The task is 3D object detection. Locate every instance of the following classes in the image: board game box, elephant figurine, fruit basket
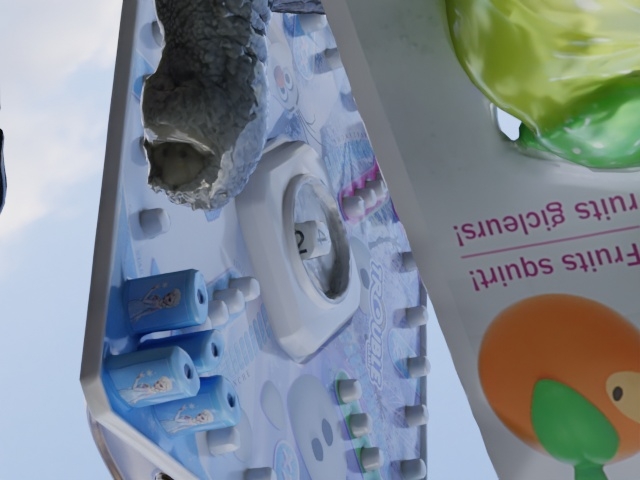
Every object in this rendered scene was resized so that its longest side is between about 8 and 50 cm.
[{"bbox_3d":[0.000,0.000,1.026,0.050,0.390,0.390,-14,-125,23],"label":"board game box"},{"bbox_3d":[0.003,-0.155,0.581,0.186,0.239,0.169,-20,-176,8],"label":"elephant figurine"},{"bbox_3d":[0.143,-0.054,0.393,0.327,0.353,0.165,-10,-166,30],"label":"fruit basket"}]

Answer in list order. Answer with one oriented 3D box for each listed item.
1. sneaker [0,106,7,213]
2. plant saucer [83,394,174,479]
[{"bbox_3d":[-0.126,-0.029,0.359,0.086,0.132,0.228,-45,-160,22],"label":"sneaker"},{"bbox_3d":[-0.075,0.190,1.224,0.050,0.310,0.311,-37,-144,-23],"label":"plant saucer"}]
